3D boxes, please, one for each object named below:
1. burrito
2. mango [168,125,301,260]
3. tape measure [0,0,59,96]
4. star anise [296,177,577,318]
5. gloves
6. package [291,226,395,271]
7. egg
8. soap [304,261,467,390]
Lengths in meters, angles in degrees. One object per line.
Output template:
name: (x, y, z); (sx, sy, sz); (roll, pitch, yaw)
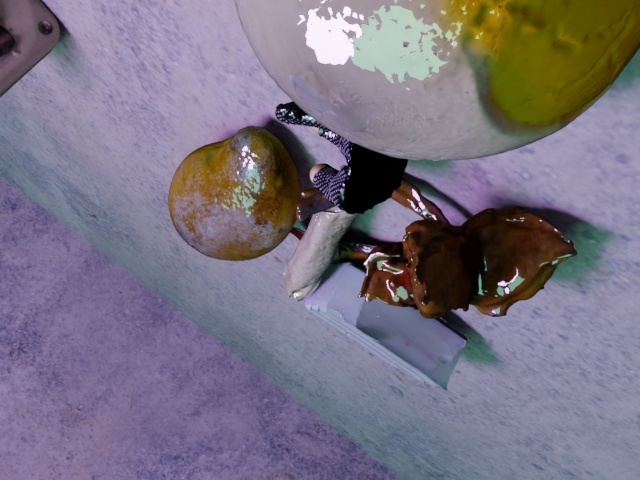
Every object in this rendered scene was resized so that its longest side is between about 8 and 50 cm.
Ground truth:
burrito: (0.000, 0.000, 1.009); (0.059, 0.082, 0.275); (20, 147, -6)
mango: (-0.123, -0.069, 1.049); (0.193, 0.146, 0.316); (40, 145, -7)
tape measure: (-0.563, -0.311, 1.059); (0.231, 0.271, 0.133); (46, 158, -24)
star anise: (0.112, 0.008, 0.796); (0.346, 0.148, 0.237); (22, -163, 35)
gloves: (0.024, -0.119, 0.786); (0.180, 0.106, 0.129); (59, 177, 48)
package: (0.060, 0.037, 1.110); (0.239, 0.030, 0.154); (16, 152, 43)
egg: (0.051, -0.166, 0.473); (0.337, 0.201, 0.337); (34, 157, 16)
soap: (0.104, 0.131, 1.093); (0.230, 0.091, 0.145); (34, 168, -14)
